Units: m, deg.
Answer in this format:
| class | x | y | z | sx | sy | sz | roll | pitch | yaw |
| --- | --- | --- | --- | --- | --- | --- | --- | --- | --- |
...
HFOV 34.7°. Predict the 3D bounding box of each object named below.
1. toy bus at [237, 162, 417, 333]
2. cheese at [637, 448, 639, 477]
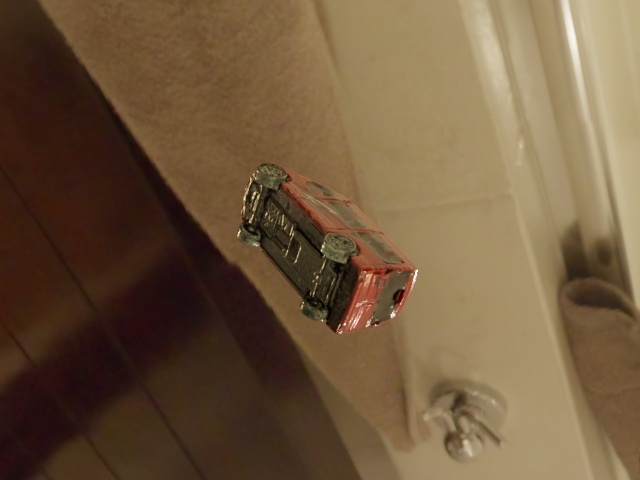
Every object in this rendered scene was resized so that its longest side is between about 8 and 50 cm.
| class | x | y | z | sx | sy | sz | roll | pitch | yaw |
| --- | --- | --- | --- | --- | --- | --- | --- | --- | --- |
| toy bus | 0.000 | 0.000 | 0.965 | 0.089 | 0.081 | 0.195 | -5 | -144 | -37 |
| cheese | 0.352 | 0.090 | 0.758 | 0.104 | 0.384 | 0.384 | 14 | -136 | -3 |
